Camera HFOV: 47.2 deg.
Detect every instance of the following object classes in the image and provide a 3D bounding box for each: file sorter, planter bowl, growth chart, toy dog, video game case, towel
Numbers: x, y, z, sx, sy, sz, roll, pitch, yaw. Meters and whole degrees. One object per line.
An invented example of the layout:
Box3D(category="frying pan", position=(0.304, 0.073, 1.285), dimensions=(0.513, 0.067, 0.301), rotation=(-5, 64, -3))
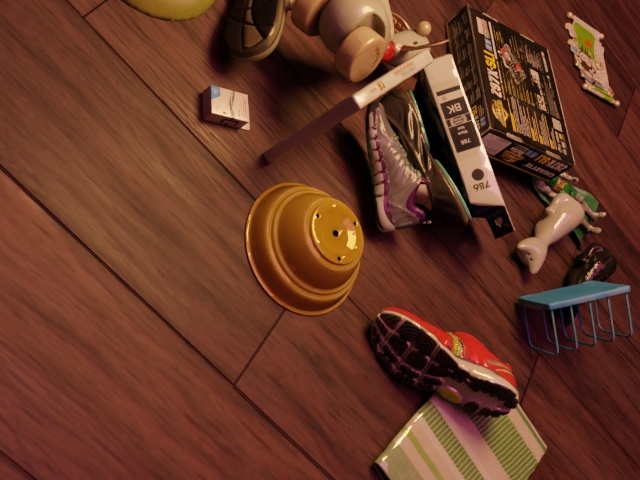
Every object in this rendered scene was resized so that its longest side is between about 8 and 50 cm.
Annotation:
Box3D(category="file sorter", position=(0.490, 0.147, 1.404), dimensions=(0.170, 0.118, 0.104), rotation=(-11, 95, -12))
Box3D(category="planter bowl", position=(0.000, 0.000, 1.124), dimensions=(0.217, 0.090, 0.217), rotation=(15, 65, -35))
Box3D(category="growth chart", position=(0.705, -0.474, 1.911), dimensions=(0.172, 0.021, 0.237), rotation=(9, 68, -35))
Box3D(category="toy dog", position=(0.101, -0.366, 1.196), dimensions=(0.220, 0.161, 0.334), rotation=(39, 28, 0))
Box3D(category="video game case", position=(0.041, -0.207, 1.139), dimensions=(0.206, 0.227, 0.026), rotation=(-39, 101, -41))
Box3D(category="towel", position=(0.245, 0.361, 1.228), dimensions=(0.325, 0.038, 0.248), rotation=(-38, 98, -39))

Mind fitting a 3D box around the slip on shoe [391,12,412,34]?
Box3D(category="slip on shoe", position=(0.169, -0.388, 1.435), dimensions=(0.135, 0.051, 0.041), rotation=(44, 12, -8))

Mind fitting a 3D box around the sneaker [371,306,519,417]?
Box3D(category="sneaker", position=(0.203, 0.190, 1.213), dimensions=(0.279, 0.107, 0.118), rotation=(33, 32, -10))

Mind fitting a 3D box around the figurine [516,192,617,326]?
Box3D(category="figurine", position=(0.500, 0.040, 1.520), dimensions=(0.209, 0.092, 0.215), rotation=(-42, 101, -36))

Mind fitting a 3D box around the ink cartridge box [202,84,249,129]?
Box3D(category="ink cartridge box", position=(-0.138, -0.203, 1.126), dimensions=(0.083, 0.028, 0.048), rotation=(8, 70, -37))

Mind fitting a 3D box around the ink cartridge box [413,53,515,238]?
Box3D(category="ink cartridge box", position=(0.256, -0.156, 1.340), dimensions=(0.065, 0.165, 0.333), rotation=(-19, 83, -1))

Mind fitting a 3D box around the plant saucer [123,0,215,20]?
Box3D(category="plant saucer", position=(-0.249, -0.456, 1.123), dimensions=(0.241, 0.037, 0.241), rotation=(15, 65, -35))

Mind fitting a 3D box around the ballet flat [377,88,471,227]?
Box3D(category="ballet flat", position=(0.169, -0.136, 1.312), dimensions=(0.096, 0.095, 0.280), rotation=(-24, 77, 0))

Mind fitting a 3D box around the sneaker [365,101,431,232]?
Box3D(category="sneaker", position=(0.132, -0.128, 1.248), dimensions=(0.098, 0.083, 0.224), rotation=(-7, 94, 4))

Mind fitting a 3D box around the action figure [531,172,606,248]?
Box3D(category="action figure", position=(0.536, -0.103, 1.616), dimensions=(0.232, 0.063, 0.137), rotation=(38, 57, -18))

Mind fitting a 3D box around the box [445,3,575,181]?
Box3D(category="box", position=(0.395, -0.307, 1.533), dimensions=(0.257, 0.079, 0.322), rotation=(14, 58, -31))

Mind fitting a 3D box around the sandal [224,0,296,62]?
Box3D(category="sandal", position=(-0.079, -0.395, 1.207), dimensions=(0.086, 0.120, 0.303), rotation=(53, 45, -48))
